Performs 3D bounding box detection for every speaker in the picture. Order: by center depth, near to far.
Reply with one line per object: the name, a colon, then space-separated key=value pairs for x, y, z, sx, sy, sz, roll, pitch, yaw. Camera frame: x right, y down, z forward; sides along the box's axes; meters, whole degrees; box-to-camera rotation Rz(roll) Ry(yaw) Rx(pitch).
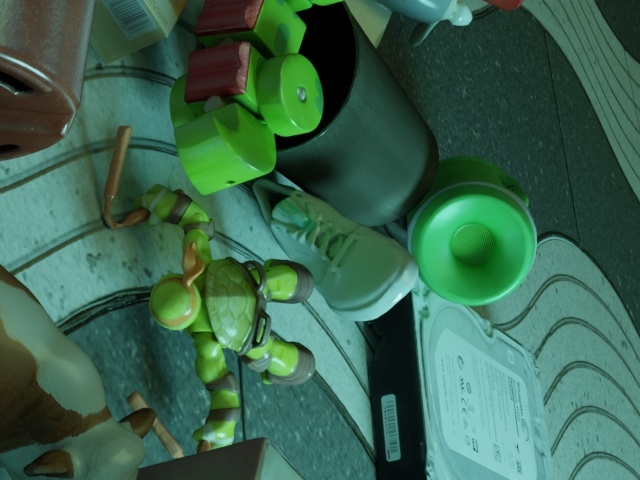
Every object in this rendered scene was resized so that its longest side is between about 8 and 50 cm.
speaker: x=0.154 y=-0.016 z=1.481 sx=0.296 sy=0.131 sz=0.131 roll=-69 pitch=138 yaw=-80

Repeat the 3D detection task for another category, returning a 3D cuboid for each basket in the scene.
basket: x=0.011 y=-0.115 z=1.323 sx=0.227 sy=0.154 sz=0.204 roll=42 pitch=21 yaw=-52

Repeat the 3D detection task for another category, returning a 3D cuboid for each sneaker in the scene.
sneaker: x=0.000 y=0.000 z=1.230 sx=0.094 sy=0.080 sz=0.212 roll=45 pitch=-8 yaw=-33

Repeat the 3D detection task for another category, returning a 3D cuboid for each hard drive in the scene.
hard drive: x=0.158 y=0.189 z=1.520 sx=0.339 sy=0.064 sz=0.237 roll=35 pitch=44 yaw=-52

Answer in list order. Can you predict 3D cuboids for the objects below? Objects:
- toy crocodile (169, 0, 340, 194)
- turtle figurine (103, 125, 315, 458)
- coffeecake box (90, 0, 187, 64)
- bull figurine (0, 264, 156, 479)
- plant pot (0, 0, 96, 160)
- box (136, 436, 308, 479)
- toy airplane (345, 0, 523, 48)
toy crocodile: x=-0.055 y=-0.181 z=1.173 sx=0.105 sy=0.115 sz=0.340 roll=47 pitch=46 yaw=-46
turtle figurine: x=-0.076 y=0.042 z=1.117 sx=0.217 sy=0.087 sz=0.269 roll=15 pitch=57 yaw=-63
coffeecake box: x=-0.162 y=-0.257 z=1.159 sx=0.142 sy=0.068 sz=0.185 roll=56 pitch=30 yaw=-28
bull figurine: x=-0.221 y=0.043 z=0.717 sx=0.310 sy=0.188 sz=0.101 roll=59 pitch=29 yaw=-25
plant pot: x=-0.231 y=-0.197 z=0.798 sx=0.272 sy=0.272 sz=0.265 roll=28 pitch=59 yaw=-56
box: x=-0.104 y=0.222 z=0.784 sx=0.127 sy=0.232 sz=0.148 roll=52 pitch=32 yaw=-35
toy airplane: x=0.123 y=-0.422 z=1.586 sx=0.384 sy=0.272 sz=0.386 roll=-24 pitch=110 yaw=-45
